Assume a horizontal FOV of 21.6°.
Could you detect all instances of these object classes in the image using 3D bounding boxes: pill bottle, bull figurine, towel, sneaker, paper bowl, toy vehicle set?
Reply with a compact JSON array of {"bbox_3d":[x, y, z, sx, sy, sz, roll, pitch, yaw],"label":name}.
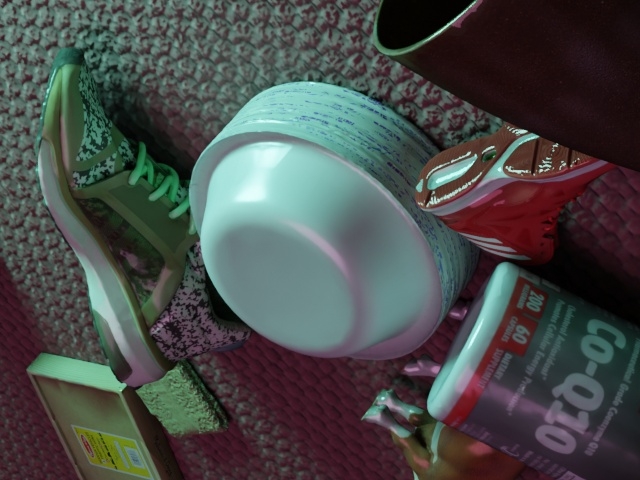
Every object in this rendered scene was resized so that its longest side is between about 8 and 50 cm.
[{"bbox_3d":[0.256,0.149,1.531,0.283,0.161,0.161,26,142,0],"label":"pill bottle"},{"bbox_3d":[0.146,0.204,1.731,0.188,0.101,0.310,38,132,4],"label":"bull figurine"},{"bbox_3d":[-0.182,0.181,2.049,0.110,0.027,0.148,-14,117,45],"label":"towel"},{"bbox_3d":[0.205,-0.050,1.479,0.221,0.087,0.128,-14,141,40],"label":"sneaker"},{"bbox_3d":[0.000,0.000,1.620,0.284,0.148,0.284,21,138,21],"label":"paper bowl"},{"bbox_3d":[-0.271,0.268,2.203,0.166,0.035,0.267,9,133,33],"label":"toy vehicle set"},{"bbox_3d":[-0.175,-0.033,1.780,0.182,0.158,0.410,-11,124,8],"label":"sneaker"}]

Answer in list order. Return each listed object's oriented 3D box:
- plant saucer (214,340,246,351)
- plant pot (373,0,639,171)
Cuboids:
[{"bbox_3d":[-0.139,0.087,1.923,0.119,0.021,0.119,23,140,20],"label":"plant saucer"},{"bbox_3d":[0.196,-0.159,1.272,0.230,0.215,0.215,37,145,-20],"label":"plant pot"}]
